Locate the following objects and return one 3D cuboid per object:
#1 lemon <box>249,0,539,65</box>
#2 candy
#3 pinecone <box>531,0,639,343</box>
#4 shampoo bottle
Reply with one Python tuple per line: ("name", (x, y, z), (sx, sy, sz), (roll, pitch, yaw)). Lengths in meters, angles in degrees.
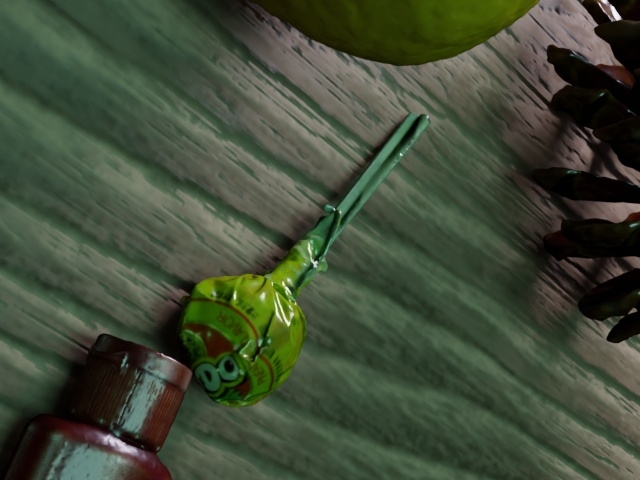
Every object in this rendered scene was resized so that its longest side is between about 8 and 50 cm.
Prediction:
("lemon", (0.057, -0.229, 0.855), (0.228, 0.228, 0.253), (51, 63, -32))
("candy", (-0.001, 0.001, 0.943), (0.262, 0.073, 0.077), (-51, 142, -34))
("pinecone", (0.265, -0.055, 1.067), (0.244, 0.244, 0.309), (-21, 92, -38))
("shampoo bottle", (-0.148, 0.180, 0.818), (0.102, 0.064, 0.260), (34, 72, -37))
